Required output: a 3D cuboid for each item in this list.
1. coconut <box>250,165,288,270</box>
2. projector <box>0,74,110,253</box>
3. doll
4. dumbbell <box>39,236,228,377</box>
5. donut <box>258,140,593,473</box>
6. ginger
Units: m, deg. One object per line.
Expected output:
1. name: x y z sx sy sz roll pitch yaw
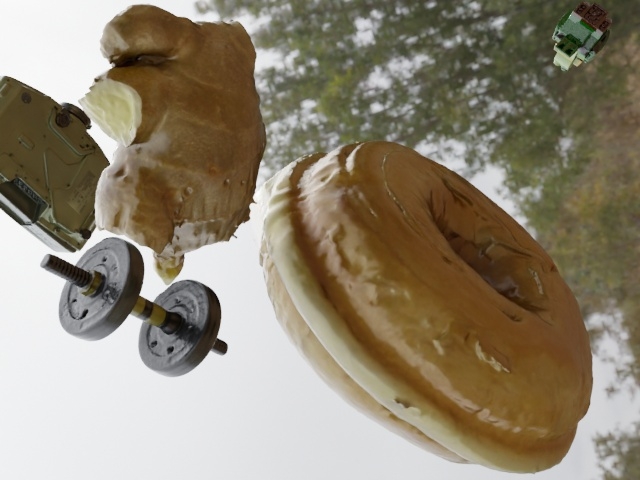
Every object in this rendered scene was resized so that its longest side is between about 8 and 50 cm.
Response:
1. coconut: 0.000 0.000 1.490 0.239 0.239 0.244 59 -177 -34
2. projector: -0.429 -0.126 1.365 0.269 0.088 0.193 51 -125 -39
3. doll: 0.545 -0.423 1.859 0.106 0.134 0.186 38 -178 10
4. dumbbell: -0.244 0.093 1.199 0.325 0.143 0.143 35 -139 -42
5. donut: 0.125 0.064 0.994 0.449 0.198 0.449 32 -151 -20
6. ginger: -0.104 -0.067 0.671 0.157 0.102 0.216 -14 -65 -55
